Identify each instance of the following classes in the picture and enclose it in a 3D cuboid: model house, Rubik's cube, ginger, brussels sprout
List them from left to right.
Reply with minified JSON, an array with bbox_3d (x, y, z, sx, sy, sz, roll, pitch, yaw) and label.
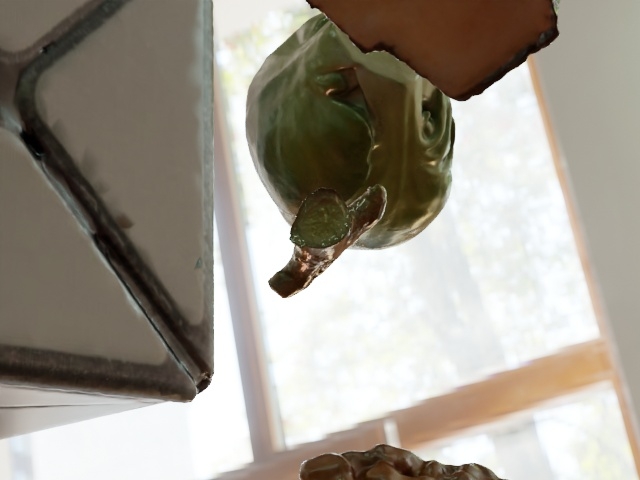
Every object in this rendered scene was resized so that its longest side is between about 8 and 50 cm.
[{"bbox_3d":[-0.218,-0.038,0.774,0.255,0.260,0.259,14,-19,-40],"label":"Rubik's cube"},{"bbox_3d":[0.000,0.000,0.990,0.097,0.030,0.048,-43,-43,15],"label":"ginger"},{"bbox_3d":[0.043,-0.160,2.193,0.281,0.289,0.354,1,-37,-12],"label":"brussels sprout"},{"bbox_3d":[0.104,-0.243,1.377,0.166,0.172,0.183,-36,-63,29],"label":"model house"}]

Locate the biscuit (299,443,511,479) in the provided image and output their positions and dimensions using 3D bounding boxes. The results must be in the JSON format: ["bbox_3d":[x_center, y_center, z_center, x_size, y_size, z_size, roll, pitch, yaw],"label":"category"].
[{"bbox_3d":[0.120,0.342,1.674,0.318,0.312,0.110,16,-59,-3],"label":"biscuit"}]
